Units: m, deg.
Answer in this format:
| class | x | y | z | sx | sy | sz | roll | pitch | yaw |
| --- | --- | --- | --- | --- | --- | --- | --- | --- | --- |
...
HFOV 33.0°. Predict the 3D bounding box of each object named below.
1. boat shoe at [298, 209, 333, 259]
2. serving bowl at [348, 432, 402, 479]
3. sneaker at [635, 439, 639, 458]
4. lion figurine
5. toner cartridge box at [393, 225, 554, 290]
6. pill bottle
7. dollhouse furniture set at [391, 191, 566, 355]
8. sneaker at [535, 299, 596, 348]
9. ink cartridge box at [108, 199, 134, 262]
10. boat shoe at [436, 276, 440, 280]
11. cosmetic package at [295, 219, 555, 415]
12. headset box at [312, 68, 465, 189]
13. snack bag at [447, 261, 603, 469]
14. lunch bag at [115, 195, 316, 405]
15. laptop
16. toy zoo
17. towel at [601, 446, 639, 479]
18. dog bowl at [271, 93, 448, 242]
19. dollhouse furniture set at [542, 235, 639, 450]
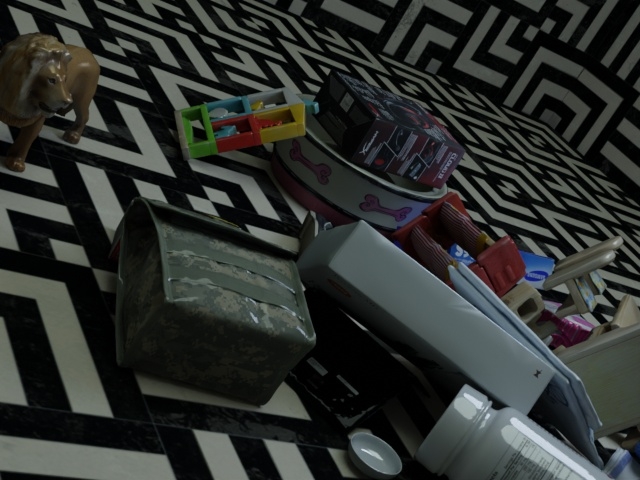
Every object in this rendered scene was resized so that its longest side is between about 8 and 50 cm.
| class | x | y | z | sx | sy | sz | roll | pitch | yaw |
| --- | --- | --- | --- | --- | --- | --- | --- | --- | --- |
| boat shoe | 0.000 | 0.000 | 2.042 | 0.065 | 0.075 | 0.206 | 24 | 17 | -11 |
| serving bowl | 0.072 | 0.308 | 1.515 | 0.083 | 0.027 | 0.083 | 28 | 21 | -11 |
| sneaker | 0.637 | 0.395 | 1.974 | 0.188 | 0.078 | 0.067 | 39 | -2 | -39 |
| lion figurine | -0.444 | -0.253 | 1.760 | 0.142 | 0.240 | 0.392 | 29 | 20 | -7 |
| toner cartridge box | 0.330 | 0.039 | 2.317 | 0.348 | 0.075 | 0.165 | 12 | 1 | -41 |
| pill bottle | 0.286 | 0.342 | 1.548 | 0.283 | 0.160 | 0.160 | 36 | 21 | 11 |
| dollhouse furniture set | 0.312 | 0.107 | 2.084 | 0.201 | 0.152 | 0.374 | 46 | -8 | 51 |
| sneaker | 0.536 | 0.195 | 2.307 | 0.252 | 0.103 | 0.111 | 32 | 22 | -2 |
| ink cartridge box | -0.244 | 0.013 | 1.687 | 0.150 | 0.063 | 0.109 | 27 | 22 | -15 |
| boat shoe | 0.305 | 0.098 | 2.283 | 0.135 | 0.045 | 0.050 | 24 | 22 | -19 |
| cosmetic package | 0.150 | 0.122 | 1.706 | 0.377 | 0.097 | 0.284 | 38 | -12 | -8 |
| headset box | 0.153 | -0.232 | 2.302 | 0.293 | 0.110 | 0.218 | 14 | 27 | -38 |
| snack bag | 0.361 | 0.220 | 1.834 | 0.323 | 0.037 | 0.342 | 47 | -7 | 43 |
| lunch bag | -0.156 | 0.059 | 1.523 | 0.235 | 0.169 | 0.287 | 21 | 33 | -28 |
| laptop | 0.029 | 0.200 | 1.720 | 0.234 | 0.136 | 0.264 | 40 | 48 | 22 |
| toy zoo | -0.147 | -0.246 | 2.208 | 0.293 | 0.030 | 0.192 | -12 | 32 | -5 |
| towel | 0.599 | 0.480 | 1.855 | 0.285 | 0.034 | 0.209 | 40 | 23 | 19 |
| dog bowl | 0.070 | -0.151 | 2.373 | 0.408 | 0.150 | 0.408 | 27 | 22 | -12 |
| dollhouse furniture set | 0.605 | 0.190 | 2.003 | 0.362 | 0.256 | 0.394 | 64 | 25 | -1 |
